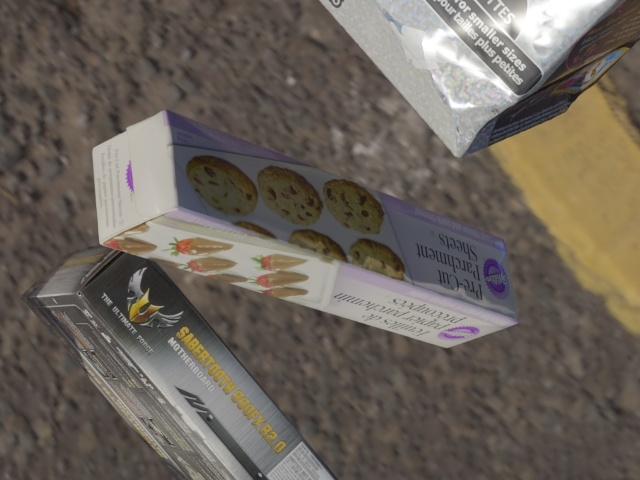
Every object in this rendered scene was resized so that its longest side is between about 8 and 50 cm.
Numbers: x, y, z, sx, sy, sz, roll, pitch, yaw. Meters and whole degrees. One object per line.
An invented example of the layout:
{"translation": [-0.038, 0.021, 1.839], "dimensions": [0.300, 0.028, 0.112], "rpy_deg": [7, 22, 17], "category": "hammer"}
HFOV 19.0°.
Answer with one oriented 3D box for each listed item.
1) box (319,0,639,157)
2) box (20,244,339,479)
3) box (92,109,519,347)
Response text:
{"translation": [0.069, -0.191, 1.031], "dimensions": [0.142, 0.247, 0.163], "rpy_deg": [-46, 169, 29], "category": "box"}
{"translation": [-0.098, 0.106, 1.323], "dimensions": [0.056, 0.183, 0.231], "rpy_deg": [-42, 101, -17], "category": "box"}
{"translation": [0.000, 0.000, 1.158], "dimensions": [0.324, 0.063, 0.067], "rpy_deg": [20, 56, -46], "category": "box"}
